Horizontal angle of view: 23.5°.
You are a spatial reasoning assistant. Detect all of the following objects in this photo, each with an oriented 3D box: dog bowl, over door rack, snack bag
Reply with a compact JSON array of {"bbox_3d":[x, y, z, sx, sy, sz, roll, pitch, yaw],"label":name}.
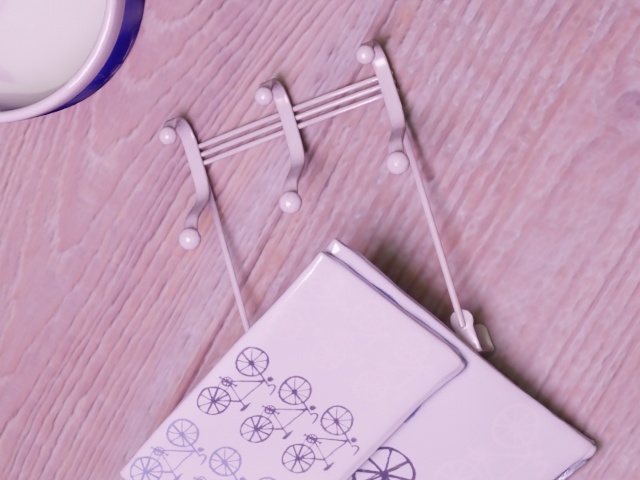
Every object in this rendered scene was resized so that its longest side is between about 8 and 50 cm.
[{"bbox_3d":[-0.310,-0.249,1.517,0.264,0.104,0.265,2,98,11],"label":"dog bowl"},{"bbox_3d":[0.000,0.000,1.472,0.239,0.108,0.324,-19,92,19],"label":"over door rack"},{"bbox_3d":[0.036,0.210,1.468,0.342,0.037,0.323,38,109,-14],"label":"snack bag"}]
